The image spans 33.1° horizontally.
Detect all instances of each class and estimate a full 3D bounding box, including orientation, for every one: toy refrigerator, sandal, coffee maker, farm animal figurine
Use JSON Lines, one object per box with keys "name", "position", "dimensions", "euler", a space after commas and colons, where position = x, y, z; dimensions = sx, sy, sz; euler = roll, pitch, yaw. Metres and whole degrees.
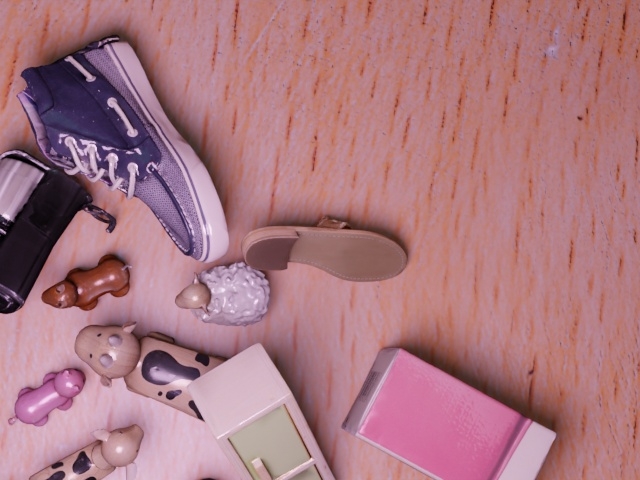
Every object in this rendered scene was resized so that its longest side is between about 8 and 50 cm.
{"name": "toy refrigerator", "position": [-0.063, 0.249, 1.322], "dimensions": [0.102, 0.269, 0.094], "euler": [-30, 53, -9]}
{"name": "sandal", "position": [0.002, -0.005, 1.449], "dimensions": [0.240, 0.088, 0.079], "euler": [5, 41, -26]}
{"name": "coffee maker", "position": [-0.374, 0.000, 1.369], "dimensions": [0.171, 0.120, 0.178], "euler": [24, 64, 0]}
{"name": "farm animal figurine", "position": [-0.232, 0.181, 1.361], "dimensions": [0.326, 0.172, 0.330], "euler": [4, 84, -6]}

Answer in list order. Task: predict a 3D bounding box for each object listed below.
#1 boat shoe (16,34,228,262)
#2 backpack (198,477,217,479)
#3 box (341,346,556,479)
{"name": "boat shoe", "position": [-0.260, -0.098, 1.379], "dimensions": [0.158, 0.127, 0.340], "euler": [-22, 70, -29]}
{"name": "backpack", "position": [-0.158, 0.455, 1.343], "dimensions": [0.225, 0.191, 0.253], "euler": [45, 87, -1]}
{"name": "box", "position": [0.162, 0.248, 1.407], "dimensions": [0.232, 0.148, 0.127], "euler": [29, 81, -3]}
